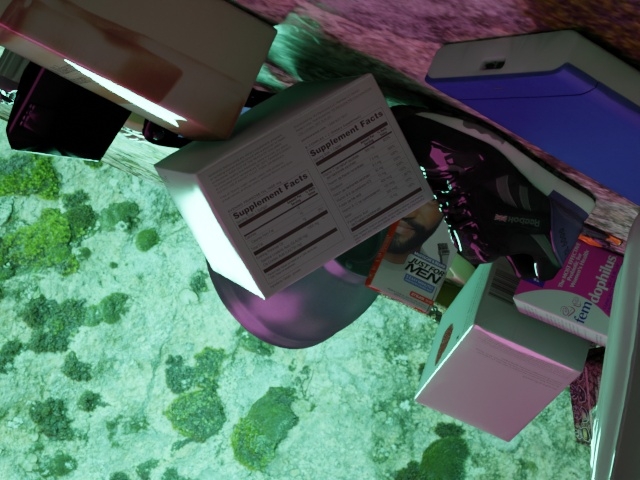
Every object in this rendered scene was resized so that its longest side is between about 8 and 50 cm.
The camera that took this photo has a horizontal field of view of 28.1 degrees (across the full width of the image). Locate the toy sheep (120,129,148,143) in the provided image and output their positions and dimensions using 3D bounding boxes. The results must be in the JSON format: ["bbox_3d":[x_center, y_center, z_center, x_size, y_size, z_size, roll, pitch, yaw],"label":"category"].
[{"bbox_3d":[-0.280,-0.197,2.013,0.132,0.091,0.091,28,173,-41],"label":"toy sheep"}]

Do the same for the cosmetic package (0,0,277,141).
[{"bbox_3d":[-0.214,-0.218,1.280,0.296,0.129,0.153,26,175,-20],"label":"cosmetic package"}]

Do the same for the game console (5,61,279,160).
[{"bbox_3d":[-0.176,-0.161,1.507,0.361,0.044,0.213,5,145,-31],"label":"game console"}]

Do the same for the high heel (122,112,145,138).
[{"bbox_3d":[-0.215,-0.167,1.952,0.261,0.093,0.186,13,165,19],"label":"high heel"}]

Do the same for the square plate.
[{"bbox_3d":[0.368,0.167,1.390,0.049,0.344,0.347,4,165,32],"label":"square plate"}]

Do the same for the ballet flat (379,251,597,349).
[{"bbox_3d":[0.242,0.075,2.197,0.483,0.164,0.182,23,155,24],"label":"ballet flat"}]

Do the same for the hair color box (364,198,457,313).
[{"bbox_3d":[0.138,0.005,1.747,0.093,0.167,0.053,25,176,-7],"label":"hair color box"}]

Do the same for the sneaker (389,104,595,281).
[{"bbox_3d":[0.172,-0.042,1.361,0.283,0.124,0.107,27,173,-28],"label":"sneaker"}]

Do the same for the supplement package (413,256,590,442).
[{"bbox_3d":[0.285,0.155,1.963,0.175,0.177,0.293,23,147,-1],"label":"supplement package"}]

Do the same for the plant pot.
[{"bbox_3d":[0.000,0.000,1.929,0.293,0.293,0.196,27,147,-31],"label":"plant pot"}]

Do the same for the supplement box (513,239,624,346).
[{"bbox_3d":[0.383,0.079,1.720,0.220,0.111,0.114,22,174,17],"label":"supplement box"}]

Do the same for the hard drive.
[{"bbox_3d":[0.266,-0.077,1.058,0.319,0.040,0.210,26,174,-23],"label":"hard drive"}]

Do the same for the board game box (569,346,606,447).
[{"bbox_3d":[0.534,0.230,1.851,0.232,0.141,0.291,-10,-174,-19],"label":"board game box"}]

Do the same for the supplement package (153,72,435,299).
[{"bbox_3d":[-0.038,-0.064,1.349,0.145,0.204,0.262,62,168,-12],"label":"supplement package"}]

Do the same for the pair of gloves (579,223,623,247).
[{"bbox_3d":[0.337,-0.007,1.609,0.074,0.010,0.083,24,174,-1],"label":"pair of gloves"}]

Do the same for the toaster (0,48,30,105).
[{"bbox_3d":[-0.333,-0.228,1.608,0.129,0.146,0.227,24,175,-11],"label":"toaster"}]
